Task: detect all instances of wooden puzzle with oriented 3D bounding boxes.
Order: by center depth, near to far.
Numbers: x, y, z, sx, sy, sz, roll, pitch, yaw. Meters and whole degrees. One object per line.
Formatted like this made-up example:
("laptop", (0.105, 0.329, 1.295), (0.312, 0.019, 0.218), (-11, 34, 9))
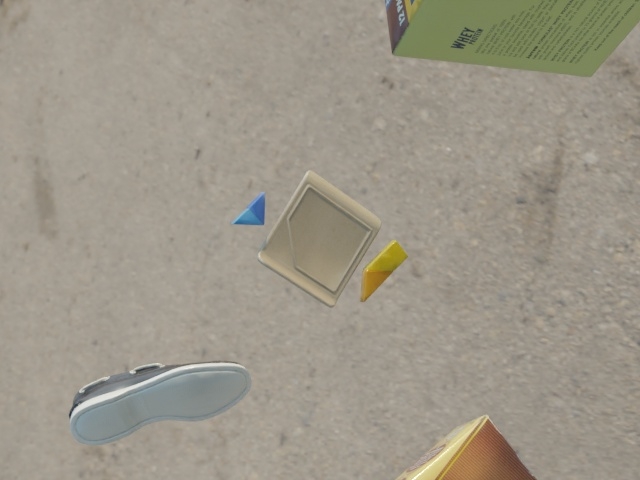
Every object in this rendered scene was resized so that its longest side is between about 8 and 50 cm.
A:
("wooden puzzle", (0.000, 0.000, 0.680), (0.079, 0.116, 0.014), (-54, 21, -13))

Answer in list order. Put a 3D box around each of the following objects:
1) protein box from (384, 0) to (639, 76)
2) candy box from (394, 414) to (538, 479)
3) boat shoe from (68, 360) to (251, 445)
("protein box", (0.177, -0.258, 0.848), (0.200, 0.201, 0.136), (122, 147, -58))
("candy box", (0.057, 0.201, 0.583), (0.109, 0.186, 0.053), (52, 156, 6))
("boat shoe", (-0.110, 0.105, 0.691), (0.038, 0.125, 0.046), (-119, 11, -62))
